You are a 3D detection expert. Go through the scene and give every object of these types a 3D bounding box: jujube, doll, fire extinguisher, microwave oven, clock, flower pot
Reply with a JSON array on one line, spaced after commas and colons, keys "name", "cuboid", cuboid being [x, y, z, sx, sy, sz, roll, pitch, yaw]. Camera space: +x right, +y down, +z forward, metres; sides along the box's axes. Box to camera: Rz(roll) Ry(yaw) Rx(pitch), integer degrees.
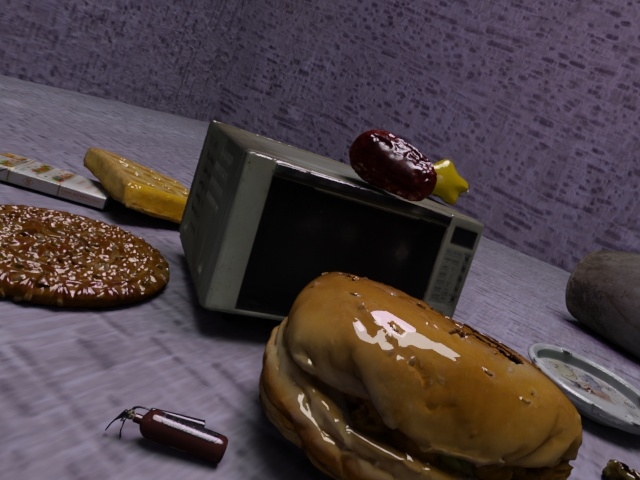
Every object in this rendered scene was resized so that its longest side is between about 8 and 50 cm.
[{"name": "jujube", "cuboid": [0.096, -0.097, 0.666, 0.129, 0.077, 0.077, 41, 22, 28]}, {"name": "doll", "cuboid": [0.193, -0.109, 0.876, 0.135, 0.071, 0.113, 21, 4, 19]}, {"name": "fire extinguisher", "cuboid": [-0.130, 0.162, 0.442, 0.100, 0.032, 0.046, 25, 24, -7]}, {"name": "microwave oven", "cuboid": [0.000, 0.000, 0.815, 0.395, 0.247, 0.333, 14, 13, -26]}, {"name": "clock", "cuboid": [0.465, 0.262, 0.864, 0.237, 0.053, 0.236, 19, 16, -6]}, {"name": "flower pot", "cuboid": [0.873, 0.169, 1.346, 0.294, 0.293, 0.330, 12, 11, -30]}]

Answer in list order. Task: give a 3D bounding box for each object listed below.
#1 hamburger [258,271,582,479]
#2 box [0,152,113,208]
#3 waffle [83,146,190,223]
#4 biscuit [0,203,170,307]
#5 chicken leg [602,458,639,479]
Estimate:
[{"name": "hamburger", "cuboid": [0.091, 0.152, 0.534, 0.305, 0.174, 0.284, 28, 2, 2]}, {"name": "box", "cuboid": [-0.520, -0.117, 0.976, 0.221, 0.032, 0.122, 17, 13, -14]}, {"name": "waffle", "cuboid": [-0.355, -0.107, 1.053, 0.221, 0.055, 0.248, 22, 9, -48]}, {"name": "biscuit", "cuboid": [-0.360, 0.010, 0.694, 0.306, 0.038, 0.305, 19, 13, -5]}, {"name": "chicken leg", "cuboid": [0.433, 0.316, 0.594, 0.178, 0.070, 0.093, 22, 17, 39]}]
